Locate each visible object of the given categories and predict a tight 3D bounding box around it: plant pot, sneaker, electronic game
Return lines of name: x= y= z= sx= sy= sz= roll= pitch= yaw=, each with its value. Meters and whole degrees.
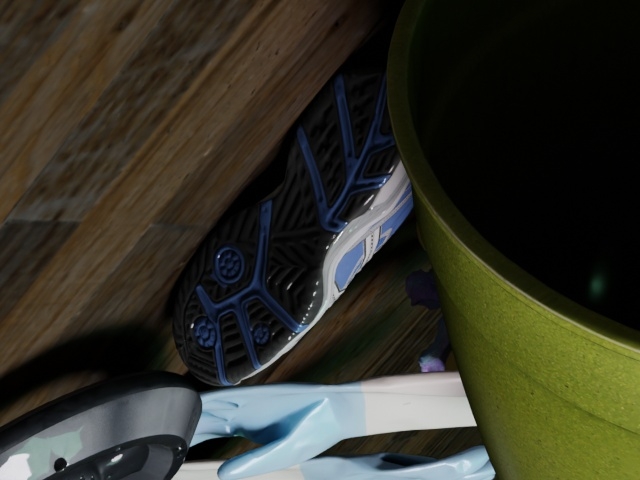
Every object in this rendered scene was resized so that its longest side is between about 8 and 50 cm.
plant pot: x=0.222 y=0.043 z=0.977 sx=0.366 sy=0.366 sz=0.353 roll=-34 pitch=144 yaw=-25
sneaker: x=0.000 y=0.000 z=1.007 sx=0.211 sy=0.080 sz=0.081 roll=-49 pitch=157 yaw=20
electronic game: x=-0.165 y=0.146 z=1.030 sx=0.229 sy=0.048 sz=0.229 roll=-31 pitch=161 yaw=-12

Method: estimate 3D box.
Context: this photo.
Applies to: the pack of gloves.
pack of gloves: x=0.008 y=0.148 z=1.197 sx=0.232 sy=0.046 sz=0.195 roll=-4 pitch=150 yaw=3

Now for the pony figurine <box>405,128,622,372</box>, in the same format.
pony figurine: x=0.231 y=0.021 z=1.300 sx=0.363 sy=0.303 sz=0.351 roll=-3 pitch=129 yaw=-41
